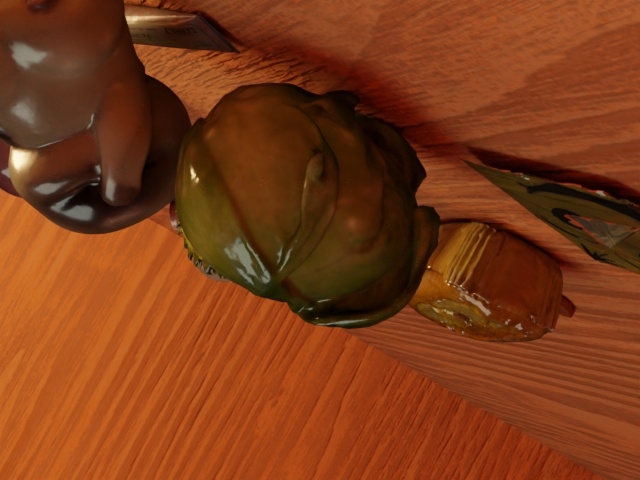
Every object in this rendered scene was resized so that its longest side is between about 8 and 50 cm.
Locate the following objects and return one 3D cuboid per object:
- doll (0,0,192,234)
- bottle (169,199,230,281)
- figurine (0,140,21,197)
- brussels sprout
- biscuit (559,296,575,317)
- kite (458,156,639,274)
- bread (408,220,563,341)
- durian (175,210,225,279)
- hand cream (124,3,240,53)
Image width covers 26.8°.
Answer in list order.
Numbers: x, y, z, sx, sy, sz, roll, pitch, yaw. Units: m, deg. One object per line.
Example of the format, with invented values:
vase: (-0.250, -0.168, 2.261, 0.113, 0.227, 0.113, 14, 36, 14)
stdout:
doll: (-0.268, -0.158, 1.411, 0.370, 0.215, 0.226, 60, 180, -31)
bottle: (-0.201, -0.028, 2.538, 0.147, 0.147, 0.236, 26, 165, 22)
figurine: (-0.498, -0.182, 2.297, 0.261, 0.211, 0.269, 27, 172, 4)
brussels sprout: (-0.015, -0.043, 1.375, 0.294, 0.227, 0.259, 42, -175, 36)
biscuit: (0.288, 0.073, 1.849, 0.102, 0.019, 0.130, 36, 170, -40)
kite: (0.305, 0.002, 1.337, 0.377, 0.013, 0.327, 26, 173, 3)
bread: (0.199, 0.055, 1.698, 0.152, 0.119, 0.288, 26, 173, -11)
durian: (-0.086, -0.039, 2.082, 0.163, 0.198, 0.394, -2, -173, -36)
hand cream: (-0.176, -0.230, 1.459, 0.210, 0.043, 0.067, 15, 161, 43)
